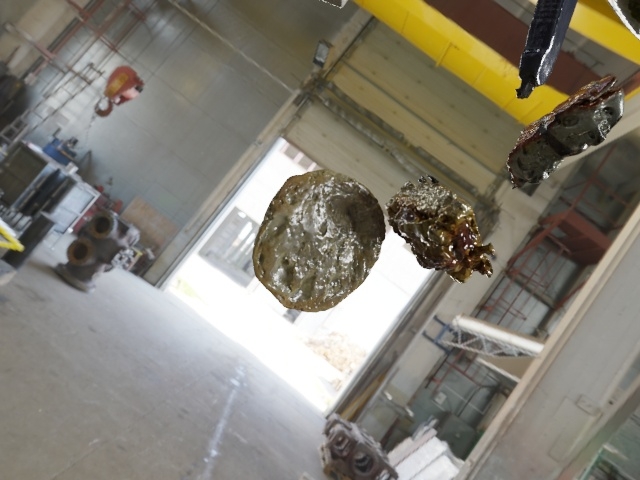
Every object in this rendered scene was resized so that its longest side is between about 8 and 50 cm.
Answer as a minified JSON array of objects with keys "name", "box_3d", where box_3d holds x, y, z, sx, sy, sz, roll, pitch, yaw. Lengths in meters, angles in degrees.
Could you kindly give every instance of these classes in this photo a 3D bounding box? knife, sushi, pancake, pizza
[{"name":"knife","box_3d":[0.127,-0.135,0.270,0.018,0.121,0.031,20,10,42]},{"name":"sushi","box_3d":[0.580,-0.249,1.231,0.130,0.124,0.332,47,-39,-4]},{"name":"pancake","box_3d":[0.001,0.000,0.500,0.151,0.151,0.025,43,-7,-38]},{"name":"pizza","box_3d":[0.127,-0.007,0.560,0.154,0.069,0.194,51,3,10]}]

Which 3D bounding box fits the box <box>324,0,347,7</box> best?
[{"name":"box","box_3d":[-0.029,-0.379,0.552,0.150,0.067,0.233,25,-13,10]}]

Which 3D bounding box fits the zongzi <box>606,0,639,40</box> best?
[{"name":"zongzi","box_3d":[0.659,-0.538,0.995,0.356,0.174,0.392,-6,77,-68]}]
